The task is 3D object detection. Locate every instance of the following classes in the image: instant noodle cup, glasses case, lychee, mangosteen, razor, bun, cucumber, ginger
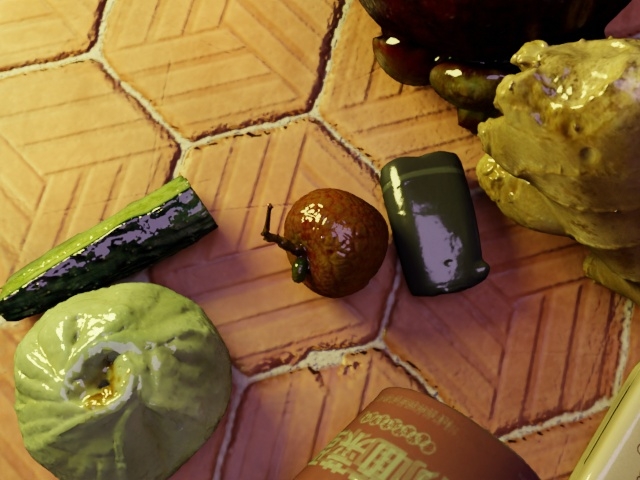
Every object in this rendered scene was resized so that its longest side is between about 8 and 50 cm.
[{"bbox_3d":[0.068,0.245,0.608,0.234,0.235,0.178,39,66,6],"label":"instant noodle cup"},{"bbox_3d":[0.312,0.202,0.718,0.083,0.050,0.196,35,75,2],"label":"glasses case"},{"bbox_3d":[0.003,-0.002,0.715,0.140,0.101,0.114,-1,116,-17],"label":"lychee"},{"bbox_3d":[0.170,-0.269,0.720,0.306,0.307,0.347,-6,109,-6],"label":"mangosteen"},{"bbox_3d":[0.116,-0.016,0.757,0.090,0.054,0.148,-11,76,-3],"label":"razor"},{"bbox_3d":[-0.176,0.128,0.665,0.195,0.118,0.196,2,73,-7],"label":"bun"},{"bbox_3d":[-0.204,0.017,0.719,0.211,0.078,0.062,-33,112,-9],"label":"cucumber"},{"bbox_3d":[0.264,-0.015,0.674,0.236,0.376,0.166,-8,33,24],"label":"ginger"}]
